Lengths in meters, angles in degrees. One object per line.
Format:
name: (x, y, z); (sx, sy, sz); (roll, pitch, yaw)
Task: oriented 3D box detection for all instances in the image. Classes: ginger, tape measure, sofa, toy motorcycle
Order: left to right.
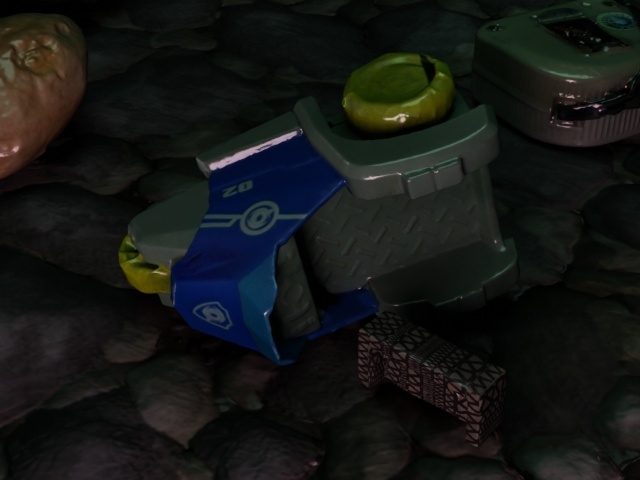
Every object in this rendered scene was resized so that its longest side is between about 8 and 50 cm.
ginger: (-0.318, -0.151, 1.303); (0.138, 0.152, 0.267); (36, 33, 0)
toy motorcycle: (0.000, 0.000, 1.057); (0.327, 0.191, 0.200); (-21, 40, -5)
sofa: (0.085, 0.105, 0.982); (0.118, 0.060, 0.039); (27, 47, 32)
tape measure: (0.306, -0.197, 1.406); (0.235, 0.115, 0.207); (-18, 35, -26)

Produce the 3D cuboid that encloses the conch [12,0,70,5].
conch: (-0.333, -0.415, 1.654); (0.368, 0.197, 0.249); (-27, 75, -34)
